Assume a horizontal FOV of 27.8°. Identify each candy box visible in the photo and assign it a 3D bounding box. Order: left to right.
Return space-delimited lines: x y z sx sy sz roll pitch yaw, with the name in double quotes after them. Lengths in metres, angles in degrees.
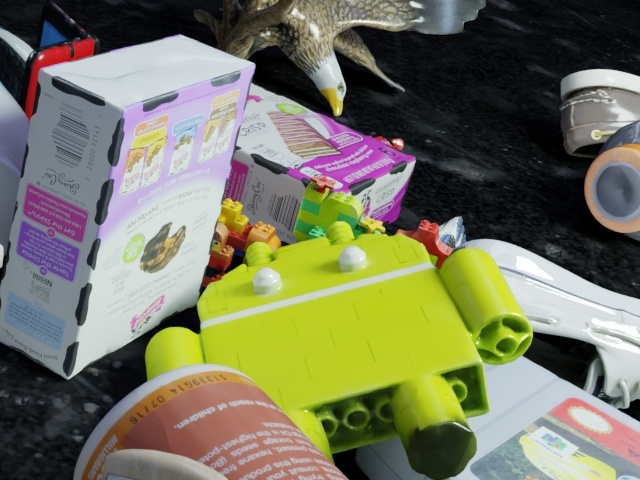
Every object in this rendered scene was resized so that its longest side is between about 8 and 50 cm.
-0.132 -0.028 0.882 0.070 0.196 0.165 25 25 19 "candy box"
-0.052 -0.077 1.191 0.233 0.071 0.159 26 26 20 "candy box"

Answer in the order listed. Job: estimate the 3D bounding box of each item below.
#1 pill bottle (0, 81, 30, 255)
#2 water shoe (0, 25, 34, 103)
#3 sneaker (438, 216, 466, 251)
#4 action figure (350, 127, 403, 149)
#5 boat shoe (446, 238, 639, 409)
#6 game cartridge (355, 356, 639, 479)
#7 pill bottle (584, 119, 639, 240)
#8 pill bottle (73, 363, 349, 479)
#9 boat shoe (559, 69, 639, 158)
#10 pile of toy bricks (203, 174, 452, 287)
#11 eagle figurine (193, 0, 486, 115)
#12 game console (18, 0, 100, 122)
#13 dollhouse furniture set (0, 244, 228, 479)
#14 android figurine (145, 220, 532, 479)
-0.299 -0.080 0.950 0.146 0.146 0.264 -1 29 -33 "pill bottle"
-0.309 -0.180 1.246 0.203 0.073 0.080 31 26 28 "water shoe"
0.094 0.009 1.123 0.058 0.052 0.135 -6 3 15 "sneaker"
0.040 -0.101 1.355 0.115 0.030 0.038 0 24 -36 "action figure"
0.214 0.088 0.995 0.267 0.096 0.088 25 53 -10 "boat shoe"
0.178 0.176 0.826 0.294 0.060 0.196 29 31 26 "game cartridge"
0.376 -0.069 1.377 0.130 0.130 0.246 32 29 30 "pill bottle"
-0.023 0.165 0.634 0.121 0.121 0.216 -4 31 -38 "pill bottle"
0.436 -0.122 1.569 0.324 0.096 0.116 12 -16 -19 "boat shoe"
0.000 0.000 1.018 0.212 0.105 0.118 20 25 7 "pile of toy bricks"
0.005 -0.250 1.471 0.298 0.225 0.226 -22 33 -39 "eagle figurine"
-0.237 -0.108 1.051 0.085 0.144 0.124 24 26 17 "game console"
-0.200 0.127 0.428 0.286 0.198 0.303 11 17 11 "dollhouse furniture set"
0.008 0.067 0.857 0.248 0.056 0.273 -14 31 -2 "android figurine"
